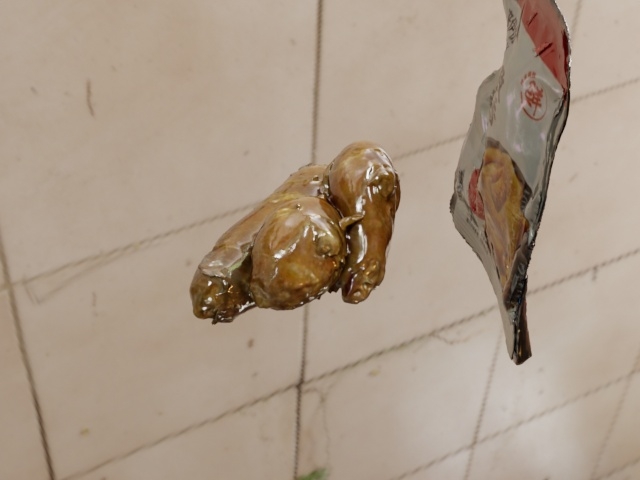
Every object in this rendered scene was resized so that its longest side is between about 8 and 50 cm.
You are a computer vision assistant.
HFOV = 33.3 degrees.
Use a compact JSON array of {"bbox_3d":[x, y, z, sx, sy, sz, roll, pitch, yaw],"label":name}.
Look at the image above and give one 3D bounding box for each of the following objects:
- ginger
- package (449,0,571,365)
[{"bbox_3d":[0.000,0.000,0.638,0.103,0.073,0.162,-21,-163,44],"label":"ginger"},{"bbox_3d":[0.121,-0.052,0.677,0.030,0.154,0.239,-4,133,-9],"label":"package"}]
